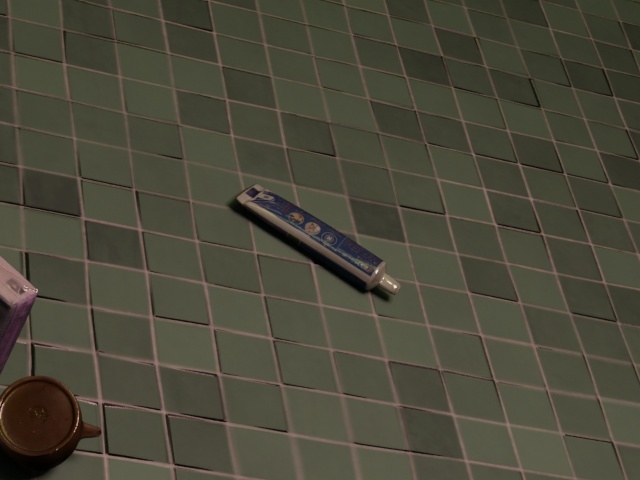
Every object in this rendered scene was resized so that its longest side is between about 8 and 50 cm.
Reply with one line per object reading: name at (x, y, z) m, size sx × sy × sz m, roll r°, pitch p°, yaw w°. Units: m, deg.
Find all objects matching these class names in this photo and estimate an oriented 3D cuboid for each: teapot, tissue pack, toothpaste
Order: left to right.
tissue pack at (-0.314, 0.072, 1.703) m, size 0.112 × 0.156 × 0.051 m, roll 38°, pitch 34°, yaw 14°
teapot at (-0.250, 0.163, 1.715) m, size 0.121 × 0.068 × 0.076 m, roll -4°, pitch 65°, yaw -6°
toothpaste at (0.000, 0.000, 2.089) m, size 0.197 × 0.035 × 0.057 m, roll 33°, pitch 28°, yaw 11°
